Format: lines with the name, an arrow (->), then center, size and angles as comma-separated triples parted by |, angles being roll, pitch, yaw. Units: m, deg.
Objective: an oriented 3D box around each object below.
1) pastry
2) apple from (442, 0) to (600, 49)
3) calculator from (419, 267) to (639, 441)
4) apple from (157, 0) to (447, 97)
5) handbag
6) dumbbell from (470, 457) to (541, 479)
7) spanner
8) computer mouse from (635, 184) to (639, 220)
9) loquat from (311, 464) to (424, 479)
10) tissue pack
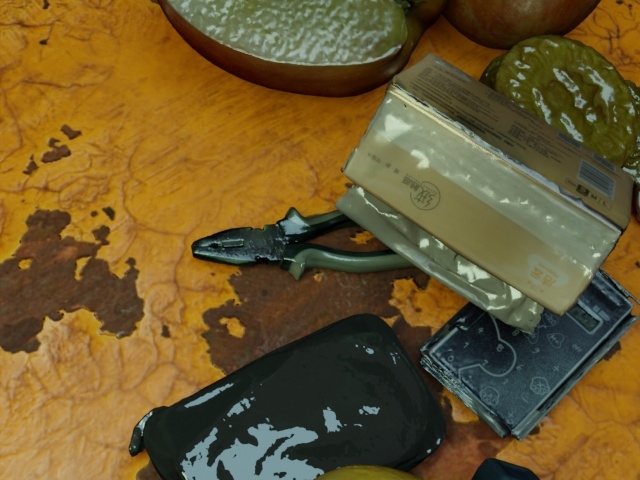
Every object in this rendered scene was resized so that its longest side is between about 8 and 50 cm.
pastry -> 0.325, -0.169, 1.283 | 0.235, 0.132, 0.240 | 5, 70, -18
apple -> 0.270, -0.411, 1.325 | 0.302, 0.301, 0.301 | 5, 63, -9
calculator -> 0.265, 0.114, 1.159 | 0.274, 0.028, 0.166 | -39, 69, -23
apple -> -0.017, -0.361, 1.210 | 0.365, 0.328, 0.295 | 30, 27, 3
handbag -> -0.032, 0.218, 1.035 | 0.332, 0.075, 0.191 | -24, 71, -20
dumbbell -> 0.307, 0.349, 1.002 | 0.325, 0.144, 0.160 | 17, 60, -4
spanner -> 0.000, 0.000, 1.171 | 0.325, 0.040, 0.095 | -4, 65, -15
computer mouse -> 0.496, -0.102, 1.322 | 0.102, 0.045, 0.199 | 17, 62, -6
loquat -> 0.037, 0.346, 0.866 | 0.275, 0.275, 0.274 | 5, 63, -9
tissue pack -> 0.187, -0.047, 1.113 | 0.305, 0.238, 0.238 | 33, 62, 6
